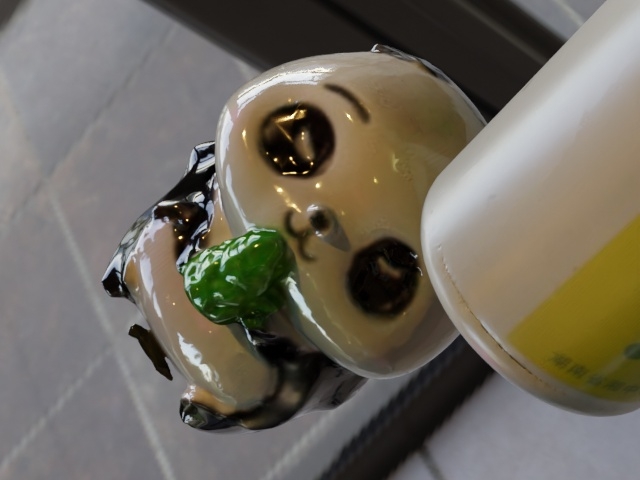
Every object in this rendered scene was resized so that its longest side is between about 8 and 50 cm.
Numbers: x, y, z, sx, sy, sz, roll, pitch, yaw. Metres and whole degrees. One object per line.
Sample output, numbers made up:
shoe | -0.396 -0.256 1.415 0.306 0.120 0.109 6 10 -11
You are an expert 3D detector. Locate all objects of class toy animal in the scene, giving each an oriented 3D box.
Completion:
toy animal | -0.006 0.002 1.043 0.267 0.212 0.212 -40 44 47

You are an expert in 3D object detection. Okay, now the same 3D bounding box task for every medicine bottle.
medicine bottle | 0.165 -0.049 0.656 0.258 0.143 0.143 -49 41 38
